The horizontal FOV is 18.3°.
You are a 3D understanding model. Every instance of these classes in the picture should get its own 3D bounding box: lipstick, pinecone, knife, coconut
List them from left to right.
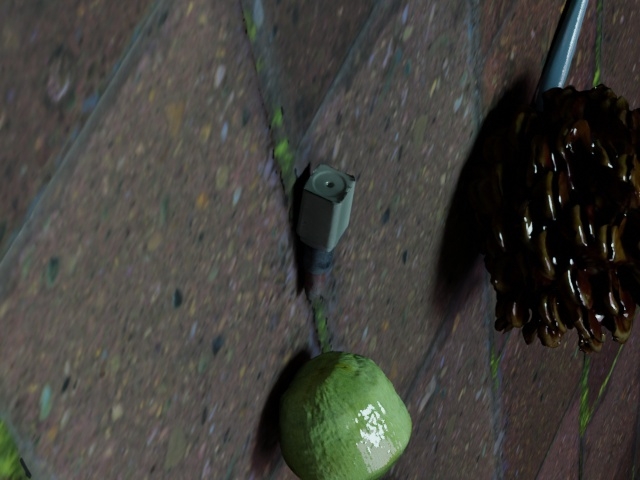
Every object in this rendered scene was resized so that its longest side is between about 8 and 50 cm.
[{"bbox_3d":[0.000,0.000,1.179,0.025,0.025,0.107,-57,165,-36],"label":"lipstick"},{"bbox_3d":[0.014,0.119,1.263,0.088,0.088,0.096,-50,126,-48],"label":"coconut"},{"bbox_3d":[0.229,-0.243,1.629,0.044,0.019,0.313,-16,125,-79],"label":"knife"},{"bbox_3d":[0.219,-0.014,1.545,0.221,0.221,0.221,-57,159,-36],"label":"pinecone"}]
